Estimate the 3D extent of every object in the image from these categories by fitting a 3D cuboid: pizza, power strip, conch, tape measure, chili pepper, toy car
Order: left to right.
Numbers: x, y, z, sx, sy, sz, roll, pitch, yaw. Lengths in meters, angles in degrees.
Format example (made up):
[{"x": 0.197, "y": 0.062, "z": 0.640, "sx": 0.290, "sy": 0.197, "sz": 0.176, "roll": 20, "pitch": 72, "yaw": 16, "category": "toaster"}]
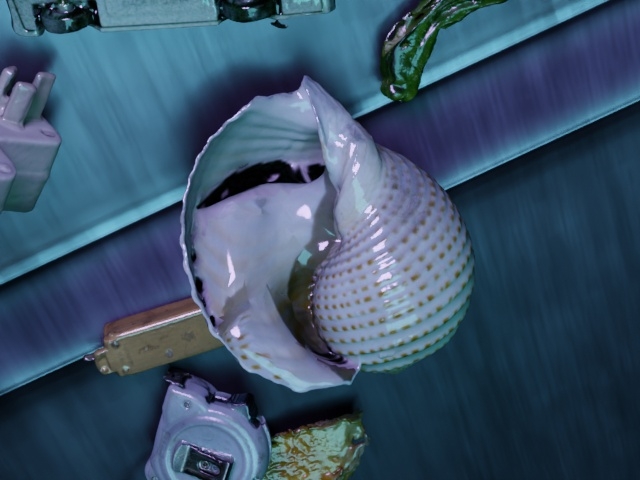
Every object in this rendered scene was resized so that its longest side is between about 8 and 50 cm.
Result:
[{"x": -0.367, "y": -0.109, "z": 1.080, "sx": 0.261, "sy": 0.229, "sz": 0.141, "roll": 0, "pitch": 126, "yaw": -52, "category": "power strip"}, {"x": -0.149, "y": -0.271, "z": 1.087, "sx": 0.320, "sy": 0.097, "sz": 0.141, "roll": -3, "pitch": 122, "yaw": 6, "category": "toy car"}, {"x": -0.162, "y": 0.331, "z": 1.419, "sx": 0.164, "sy": 0.084, "sz": 0.330, "roll": 17, "pitch": 107, "yaw": 8, "category": "tape measure"}, {"x": -0.132, "y": 0.095, "z": 1.350, "sx": 0.305, "sy": 0.044, "sz": 0.064, "roll": -17, "pitch": 123, "yaw": -3, "category": "power strip"}, {"x": -0.050, "y": 0.326, "z": 1.489, "sx": 0.189, "sy": 0.071, "sz": 0.297, "roll": 27, "pitch": 108, "yaw": -6, "category": "pizza"}, {"x": -0.001, "y": 0.006, "z": 1.229, "sx": 0.303, "sy": 0.215, "sz": 0.319, "roll": -22, "pitch": 84, "yaw": -10, "category": "conch"}, {"x": 0.126, "y": -0.226, "z": 1.211, "sx": 0.182, "sy": 0.050, "sz": 0.073, "roll": -42, "pitch": 113, "yaw": 10, "category": "chili pepper"}]
